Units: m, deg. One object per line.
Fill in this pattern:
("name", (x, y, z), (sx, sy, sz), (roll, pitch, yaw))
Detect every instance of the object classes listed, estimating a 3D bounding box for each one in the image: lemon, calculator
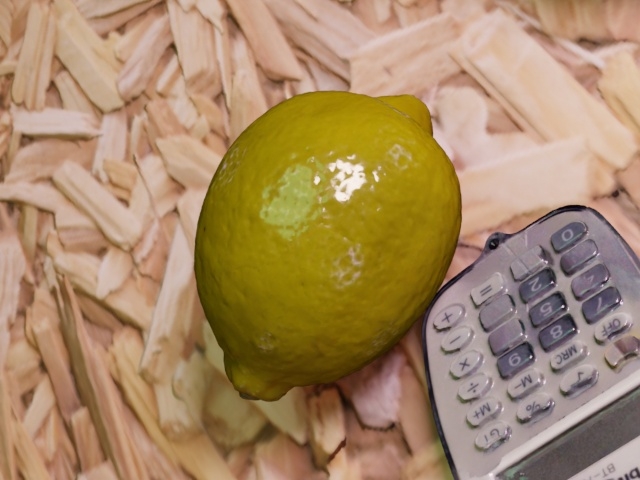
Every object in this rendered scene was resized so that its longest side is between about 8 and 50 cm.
("lemon", (0.000, 0.000, 1.066), (0.184, 0.184, 0.248), (25, 84, 45))
("calculator", (0.152, 0.090, 0.983), (0.177, 0.040, 0.268), (-34, 47, 19))
